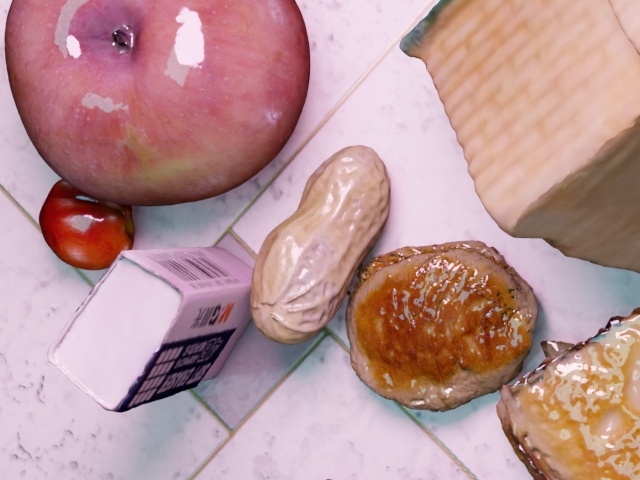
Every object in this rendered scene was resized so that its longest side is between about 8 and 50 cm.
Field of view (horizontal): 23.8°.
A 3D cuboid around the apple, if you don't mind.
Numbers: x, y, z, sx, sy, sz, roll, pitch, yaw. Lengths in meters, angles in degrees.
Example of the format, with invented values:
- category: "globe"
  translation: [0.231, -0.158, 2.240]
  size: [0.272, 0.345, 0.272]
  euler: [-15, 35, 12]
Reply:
- category: "apple"
  translation: [-0.162, -0.168, 1.450]
  size: [0.306, 0.235, 0.305]
  euler: [-1, 87, 18]

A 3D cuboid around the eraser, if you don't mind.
- category: "eraser"
  translation: [-0.139, 0.075, 1.418]
  size: [0.086, 0.287, 0.130]
  euler: [35, 99, 11]

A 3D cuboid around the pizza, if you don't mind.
- category: "pizza"
  translation: [0.354, 0.191, 1.371]
  size: [0.392, 0.080, 0.434]
  euler: [-3, 88, 17]

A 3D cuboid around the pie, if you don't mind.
- category: "pie"
  translation: [0.113, 0.081, 1.448]
  size: [0.194, 0.079, 0.163]
  euler: [-17, 88, 18]

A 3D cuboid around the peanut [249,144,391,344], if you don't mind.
- category: "peanut"
  translation: [0.000, 0.000, 1.455]
  size: [0.090, 0.098, 0.214]
  euler: [-2, 51, 55]

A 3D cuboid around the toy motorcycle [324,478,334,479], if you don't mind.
- category: "toy motorcycle"
  translation: [0.012, 0.329, 1.411]
  size: [0.326, 0.191, 0.200]
  euler: [10, 61, 54]

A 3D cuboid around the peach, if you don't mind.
- category: "peach"
  translation: [-0.241, -0.017, 1.552]
  size: [0.101, 0.101, 0.100]
  euler: [0, 90, 18]

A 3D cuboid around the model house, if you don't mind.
- category: "model house"
  translation: [0.290, -0.214, 1.285]
  size: [0.382, 0.335, 0.342]
  euler: [-42, 51, 30]
